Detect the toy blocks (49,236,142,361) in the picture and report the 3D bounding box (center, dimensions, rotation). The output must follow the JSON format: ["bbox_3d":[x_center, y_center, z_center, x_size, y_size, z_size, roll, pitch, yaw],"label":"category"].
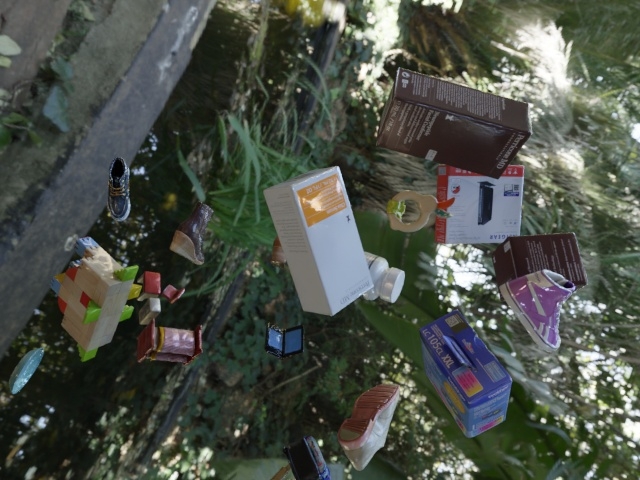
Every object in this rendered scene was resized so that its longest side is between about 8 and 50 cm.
[{"bbox_3d":[-0.784,0.172,1.567,0.190,0.261,0.381,-19,141,-60],"label":"toy blocks"}]

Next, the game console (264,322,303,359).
[{"bbox_3d":[-0.137,0.367,1.771,0.085,0.124,0.144,-46,-155,26],"label":"game console"}]

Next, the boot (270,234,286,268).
[{"bbox_3d":[-0.076,0.045,2.127,0.109,0.283,0.220,116,-10,-61],"label":"boot"}]

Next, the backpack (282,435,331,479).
[{"bbox_3d":[-0.038,0.763,1.564,0.158,0.116,0.173,55,-14,48],"label":"backpack"}]

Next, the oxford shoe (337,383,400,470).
[{"bbox_3d":[0.194,0.676,1.740,0.397,0.140,0.147,-30,106,-50],"label":"oxford shoe"}]

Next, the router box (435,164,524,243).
[{"bbox_3d":[0.617,-0.142,1.816,0.082,0.335,0.301,-155,-116,-73],"label":"router box"}]

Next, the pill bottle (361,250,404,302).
[{"bbox_3d":[0.159,0.130,1.842,0.176,0.318,0.176,-45,146,-44],"label":"pill bottle"}]

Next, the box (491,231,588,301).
[{"bbox_3d":[0.665,0.084,1.439,0.168,0.203,0.167,83,3,-70],"label":"box"}]

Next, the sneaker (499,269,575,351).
[{"bbox_3d":[0.618,0.188,1.247,0.161,0.282,0.102,-32,-149,23],"label":"sneaker"}]

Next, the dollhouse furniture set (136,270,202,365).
[{"bbox_3d":[-0.596,0.289,1.837,0.152,0.201,0.374,-43,-133,37],"label":"dollhouse furniture set"}]

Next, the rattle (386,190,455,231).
[{"bbox_3d":[0.307,-0.086,1.429,0.143,0.199,0.130,56,21,-65],"label":"rattle"}]

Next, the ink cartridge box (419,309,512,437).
[{"bbox_3d":[0.441,0.404,1.448,0.270,0.151,0.395,58,-9,41],"label":"ink cartridge box"}]

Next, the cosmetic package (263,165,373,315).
[{"bbox_3d":[0.000,0.000,1.603,0.230,0.161,0.453,-30,109,-37],"label":"cosmetic package"}]

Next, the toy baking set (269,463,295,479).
[{"bbox_3d":[-0.106,0.876,1.667,0.256,0.197,0.030,-43,-146,-19],"label":"toy baking set"}]

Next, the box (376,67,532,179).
[{"bbox_3d":[0.366,-0.324,1.319,0.191,0.381,0.143,106,-3,-55],"label":"box"}]

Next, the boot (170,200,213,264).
[{"bbox_3d":[-0.455,-0.023,1.765,0.207,0.090,0.248,-60,166,-10],"label":"boot"}]

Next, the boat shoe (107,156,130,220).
[{"bbox_3d":[-0.607,-0.154,1.396,0.083,0.065,0.183,148,-59,-72],"label":"boat shoe"}]

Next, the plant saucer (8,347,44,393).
[{"bbox_3d":[-0.726,0.315,1.147,0.119,0.021,0.119,-60,-171,16],"label":"plant saucer"}]
